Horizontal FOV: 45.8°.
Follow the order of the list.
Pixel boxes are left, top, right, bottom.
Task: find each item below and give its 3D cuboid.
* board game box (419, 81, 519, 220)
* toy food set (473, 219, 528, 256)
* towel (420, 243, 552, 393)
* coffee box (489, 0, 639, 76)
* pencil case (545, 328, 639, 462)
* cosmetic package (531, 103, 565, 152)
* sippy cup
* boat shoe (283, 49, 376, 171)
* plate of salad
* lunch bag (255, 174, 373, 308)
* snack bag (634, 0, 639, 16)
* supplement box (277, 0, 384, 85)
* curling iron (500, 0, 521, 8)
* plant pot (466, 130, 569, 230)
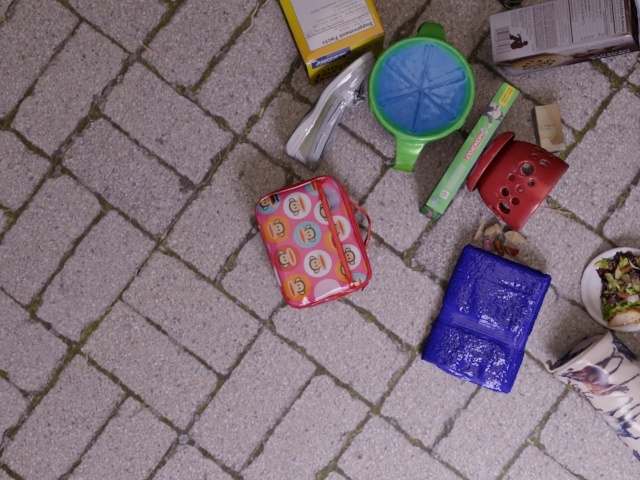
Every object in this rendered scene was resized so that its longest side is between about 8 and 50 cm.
[{"bbox_3d":[0.336,-0.195,1.739,0.046,0.213,0.317,33,90,4],"label":"board game box"},{"bbox_3d":[0.431,0.002,1.824,0.122,0.019,0.077,28,89,-4],"label":"toy food set"},{"bbox_3d":[0.393,0.186,1.782,0.228,0.076,0.308,20,91,3],"label":"towel"},{"bbox_3d":[0.553,-0.469,1.710,0.297,0.168,0.118,-6,88,27],"label":"coffee box"},{"bbox_3d":[0.709,0.384,1.719,0.183,0.160,0.410,-44,86,12],"label":"pencil case"},{"bbox_3d":[0.547,-0.266,1.817,0.060,0.041,0.115,-9,87,3],"label":"cosmetic package"},{"bbox_3d":[0.221,-0.326,1.745,0.305,0.224,0.240,-43,88,0],"label":"sippy cup"},{"bbox_3d":[0.037,-0.304,1.775,0.103,0.118,0.320,38,114,-4],"label":"boat shoe"},{"bbox_3d":[0.714,0.115,1.773,0.200,0.048,0.199,0,90,17],"label":"plate of salad"},{"bbox_3d":[0.000,0.000,1.801,0.258,0.120,0.293,-19,88,-2],"label":"lunch bag"},{"bbox_3d":[0.731,-0.615,1.705,0.037,0.343,0.322,-16,88,39],"label":"snack bag"},{"bbox_3d":[-0.003,-0.582,1.783,0.194,0.195,0.356,-21,86,2],"label":"supplement box"},{"bbox_3d":[0.455,-0.701,1.845,0.068,0.035,0.273,-4,87,2],"label":"curling iron"},{"bbox_3d":[0.448,-0.144,1.749,0.174,0.191,0.191,38,90,13],"label":"plant pot"}]
